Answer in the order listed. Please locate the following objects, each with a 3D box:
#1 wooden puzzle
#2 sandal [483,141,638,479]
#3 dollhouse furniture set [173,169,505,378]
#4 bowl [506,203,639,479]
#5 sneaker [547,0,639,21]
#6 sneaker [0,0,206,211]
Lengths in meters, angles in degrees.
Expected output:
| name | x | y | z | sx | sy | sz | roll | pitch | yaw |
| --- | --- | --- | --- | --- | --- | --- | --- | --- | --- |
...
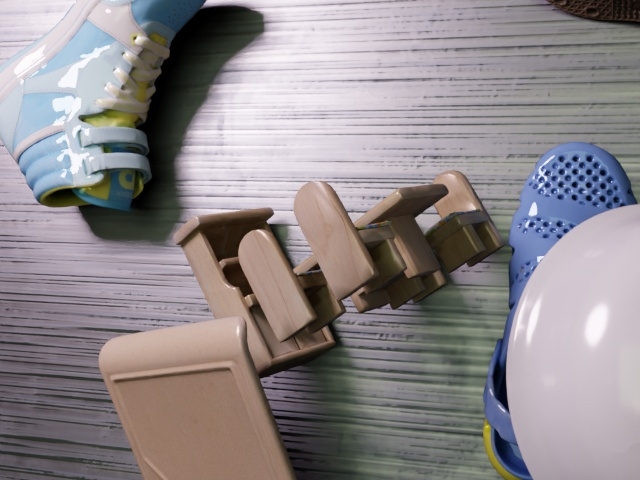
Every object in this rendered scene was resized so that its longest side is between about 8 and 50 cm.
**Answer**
| name | x | y | z | sx | sy | sz | roll | pitch | yaw |
| --- | --- | --- | --- | --- | --- | --- | --- | --- | --- |
| wooden puzzle | -0.104 | 0.194 | 0.822 | 0.220 | 0.044 | 0.239 | -13 | 94 | 43 |
| sandal | 0.211 | 0.064 | 0.765 | 0.126 | 0.138 | 0.318 | 6 | 81 | 19 |
| dollhouse furniture set | 0.000 | 0.000 | 0.802 | 0.242 | 0.212 | 0.161 | -38 | 72 | 36 |
| bowl | 0.302 | 0.104 | 0.658 | 0.297 | 0.134 | 0.298 | 3 | 79 | -17 |
| sneaker | 0.295 | -0.254 | 0.837 | 0.188 | 0.066 | 0.071 | 16 | 69 | 13 |
| sneaker | -0.203 | -0.153 | 0.931 | 0.319 | 0.127 | 0.208 | -36 | 71 | 18 |
